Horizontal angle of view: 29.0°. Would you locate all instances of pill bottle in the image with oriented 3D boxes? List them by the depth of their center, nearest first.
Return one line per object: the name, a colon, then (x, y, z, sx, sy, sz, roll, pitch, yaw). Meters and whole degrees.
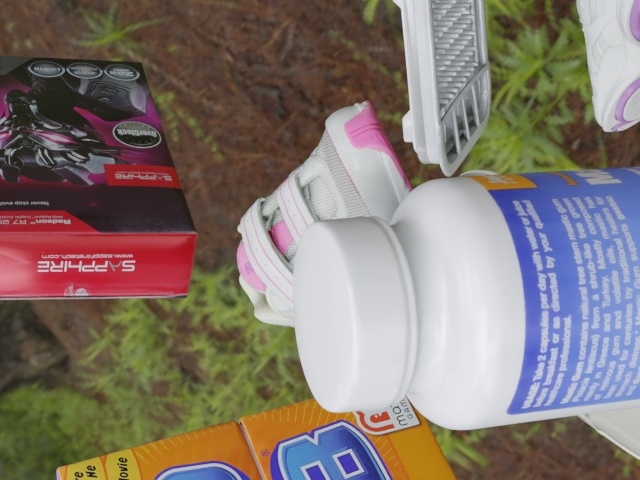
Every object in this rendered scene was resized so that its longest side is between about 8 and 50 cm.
pill bottle: (0.128, 0.034, 0.751, 0.152, 0.272, 0.152, 177, 90, -72)

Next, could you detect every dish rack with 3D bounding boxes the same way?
dish rack: (0.170, -0.283, 1.745, 0.072, 0.285, 0.333, 4, 117, 22)

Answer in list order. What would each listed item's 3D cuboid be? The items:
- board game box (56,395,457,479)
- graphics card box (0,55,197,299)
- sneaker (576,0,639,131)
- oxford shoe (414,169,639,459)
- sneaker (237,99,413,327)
board game box: (-0.033, 0.411, 1.206, 0.356, 0.356, 0.356, 99, 152, -47)
graphics card box: (-0.288, -0.081, 1.396, 0.371, 0.233, 0.094, -114, 30, -50)
sneaker: (0.407, -0.276, 1.651, 0.305, 0.114, 0.152, 84, 160, -51)
oxford shoe: (0.207, 0.071, 1.088, 0.449, 0.130, 0.169, 44, 130, 48)
sneaker: (0.000, 0.000, 0.871, 0.252, 0.111, 0.103, 102, 148, -58)
